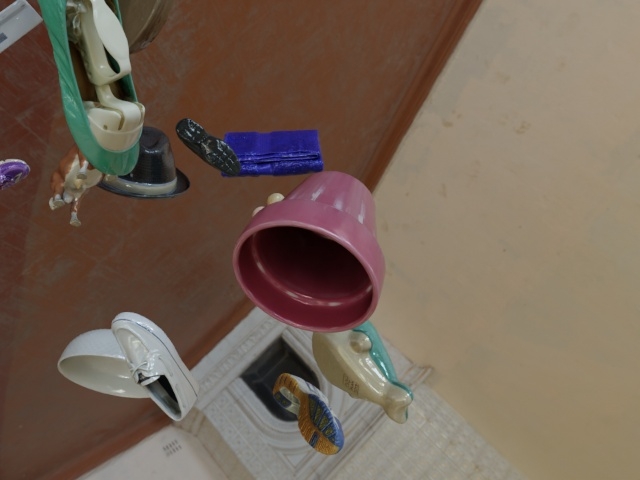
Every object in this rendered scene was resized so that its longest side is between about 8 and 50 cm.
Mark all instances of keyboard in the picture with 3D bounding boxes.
[{"bbox_3d":[-0.901,-0.574,1.225,0.256,0.014,0.072,-54,142,-21],"label":"keyboard"}]

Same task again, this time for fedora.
[{"bbox_3d":[-0.538,-0.251,1.304,0.334,0.334,0.152,-19,133,-50],"label":"fedora"}]

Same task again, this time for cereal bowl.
[{"bbox_3d":[-0.648,0.383,1.423,0.338,0.340,0.141,101,-6,-50],"label":"cereal bowl"}]

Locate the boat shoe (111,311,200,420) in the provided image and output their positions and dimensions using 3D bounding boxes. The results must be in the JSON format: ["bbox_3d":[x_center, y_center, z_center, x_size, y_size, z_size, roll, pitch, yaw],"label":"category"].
[{"bbox_3d":[-0.346,0.264,0.911,0.095,0.258,0.084,-31,-164,19],"label":"boat shoe"}]

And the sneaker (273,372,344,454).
[{"bbox_3d":[-0.008,0.471,1.220,0.131,0.296,0.111,27,95,-39],"label":"sneaker"}]

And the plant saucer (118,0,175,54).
[{"bbox_3d":[-0.337,-0.470,0.818,0.041,0.278,0.277,13,117,-50],"label":"plant saucer"}]

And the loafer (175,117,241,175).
[{"bbox_3d":[-0.255,-0.208,1.006,0.062,0.170,0.061,-51,-171,-18],"label":"loafer"}]

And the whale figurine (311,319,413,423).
[{"bbox_3d":[0.105,0.268,0.966,0.141,0.272,0.216,-28,136,-34],"label":"whale figurine"}]

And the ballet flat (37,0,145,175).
[{"bbox_3d":[-0.247,-0.176,0.498,0.083,0.087,0.247,-37,138,-40],"label":"ballet flat"}]

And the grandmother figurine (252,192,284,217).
[{"bbox_3d":[-0.135,0.006,1.132,0.207,0.104,0.342,-59,-162,21],"label":"grandmother figurine"}]

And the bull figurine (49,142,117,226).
[{"bbox_3d":[-0.557,-0.183,1.049,0.101,0.188,0.310,21,128,-40],"label":"bull figurine"}]

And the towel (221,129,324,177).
[{"bbox_3d":[-0.148,-0.281,1.350,0.309,0.227,0.076,-3,133,-5],"label":"towel"}]

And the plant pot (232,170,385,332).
[{"bbox_3d":[0.000,0.000,0.630,0.180,0.202,0.201,-68,177,-47],"label":"plant pot"}]

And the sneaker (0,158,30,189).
[{"bbox_3d":[-0.808,-0.139,1.093,0.170,0.071,0.068,-36,144,-19],"label":"sneaker"}]
